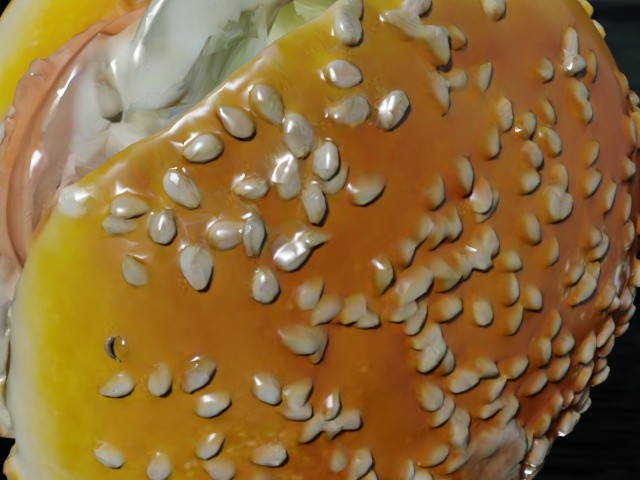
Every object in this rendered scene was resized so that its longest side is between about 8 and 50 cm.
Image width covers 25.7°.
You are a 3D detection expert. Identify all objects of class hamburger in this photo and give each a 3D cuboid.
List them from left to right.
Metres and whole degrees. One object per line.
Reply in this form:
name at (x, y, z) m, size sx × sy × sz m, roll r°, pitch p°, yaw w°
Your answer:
hamburger at (-0.003, 0.004, 0.423) m, size 0.147 × 0.237 × 0.237 m, roll 23°, pitch 116°, yaw 61°
